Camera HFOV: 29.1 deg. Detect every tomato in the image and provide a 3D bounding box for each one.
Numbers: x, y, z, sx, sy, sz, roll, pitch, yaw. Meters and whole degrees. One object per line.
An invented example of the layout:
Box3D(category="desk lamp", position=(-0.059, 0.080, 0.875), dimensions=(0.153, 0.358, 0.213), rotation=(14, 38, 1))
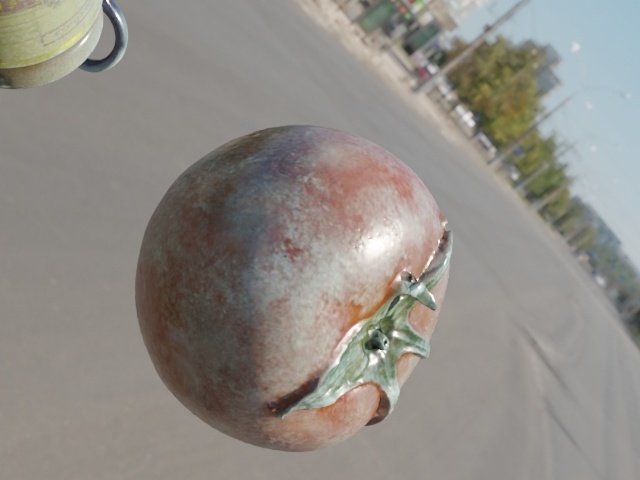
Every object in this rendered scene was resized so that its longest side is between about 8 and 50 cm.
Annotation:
Box3D(category="tomato", position=(-0.023, 0.044, 1.186), dimensions=(0.283, 0.316, 0.317), rotation=(27, -5, 33))

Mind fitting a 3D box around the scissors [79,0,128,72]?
Box3D(category="scissors", position=(-0.230, -0.365, 1.372), dimensions=(0.256, 0.383, 0.029), rotation=(46, 34, -17))

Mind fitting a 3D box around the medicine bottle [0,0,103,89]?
Box3D(category="medicine bottle", position=(-0.256, -0.261, 0.927), dimensions=(0.151, 0.151, 0.322), rotation=(55, -16, 24))
